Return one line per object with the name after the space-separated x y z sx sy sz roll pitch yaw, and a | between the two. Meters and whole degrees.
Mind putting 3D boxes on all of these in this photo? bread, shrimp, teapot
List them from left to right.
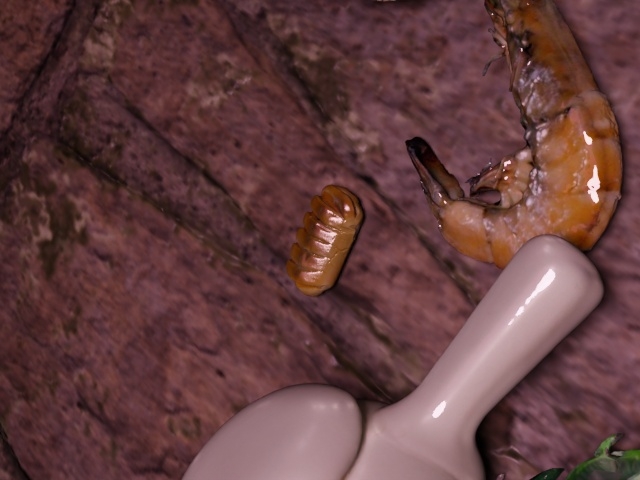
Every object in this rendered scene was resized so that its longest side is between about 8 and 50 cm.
0.000 0.000 0.762 0.049 0.033 0.088 36 105 43 | bread
0.033 0.138 0.633 0.318 0.149 0.220 -46 22 -21 | teapot
0.119 -0.080 0.675 0.150 0.051 0.217 -31 63 39 | shrimp

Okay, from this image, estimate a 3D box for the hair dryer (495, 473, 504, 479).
0.101 0.205 0.647 0.063 0.037 0.114 18 86 38 | hair dryer

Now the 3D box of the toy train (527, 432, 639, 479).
0.211 0.166 0.506 0.243 0.132 0.188 -43 67 25 | toy train
